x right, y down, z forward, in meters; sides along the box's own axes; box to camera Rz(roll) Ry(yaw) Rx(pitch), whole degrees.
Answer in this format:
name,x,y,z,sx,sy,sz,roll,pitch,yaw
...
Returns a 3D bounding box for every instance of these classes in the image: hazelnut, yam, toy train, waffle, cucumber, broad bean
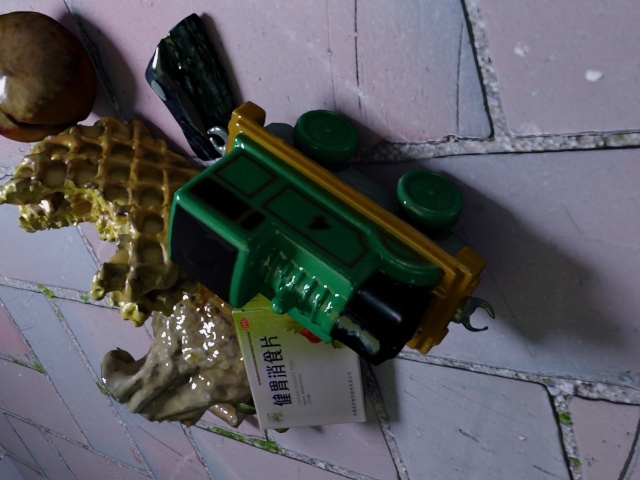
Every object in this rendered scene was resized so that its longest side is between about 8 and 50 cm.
name,x,y,z,sx,sy,sz,roll,pitch,yaw
hazelnut,-0.445,-0.251,1.103,0.208,0.208,0.208,24,135,26
yam,-0.256,0.311,1.479,0.241,0.057,0.056,35,139,18
toy train,0.000,0.000,0.827,0.429,0.249,0.178,35,139,16
waffle,-0.305,-0.041,1.067,0.324,0.261,0.151,42,148,11
cucumber,-0.183,-0.202,0.971,0.115,0.086,0.193,-1,127,41
broad bean,-0.127,0.316,1.356,0.214,0.070,0.048,17,116,45

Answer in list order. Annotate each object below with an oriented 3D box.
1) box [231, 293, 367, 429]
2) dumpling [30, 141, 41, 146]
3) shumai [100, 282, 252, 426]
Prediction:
name,x,y,z,sx,sy,sz,roll,pitch,yaw
box,-0.026,0.181,1.083,0.175,0.062,0.260,-5,125,4
dumpling,-0.525,-0.204,1.309,0.077,0.043,0.059,54,126,18
shumai,-0.224,0.206,1.199,0.314,0.262,0.267,17,132,31
